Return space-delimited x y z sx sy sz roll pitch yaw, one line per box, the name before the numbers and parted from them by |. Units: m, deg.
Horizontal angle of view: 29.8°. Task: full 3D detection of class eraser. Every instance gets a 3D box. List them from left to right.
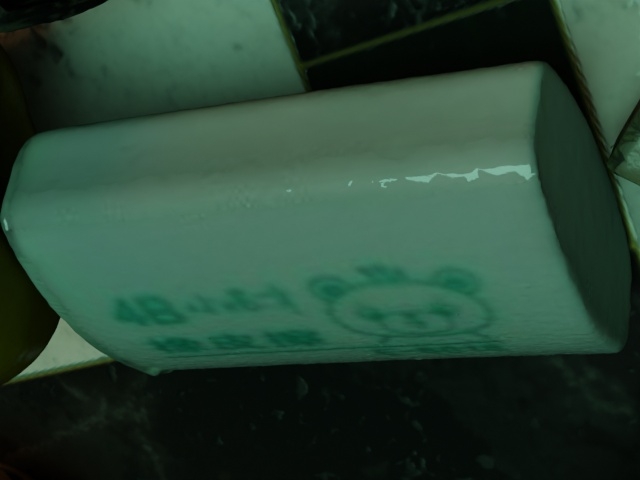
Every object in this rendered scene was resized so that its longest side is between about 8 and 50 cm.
eraser | 0.000 0.000 0.635 0.290 0.104 0.189 -5 143 25

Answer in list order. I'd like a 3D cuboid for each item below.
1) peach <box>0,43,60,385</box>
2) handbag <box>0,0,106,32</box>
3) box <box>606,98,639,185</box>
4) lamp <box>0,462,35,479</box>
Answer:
peach | -0.232 -0.026 0.671 0.153 0.251 0.251 -17 107 7
handbag | -0.238 -0.305 0.591 0.325 0.162 0.327 21 118 17
box | 0.188 -0.065 0.585 0.062 0.045 0.098 27 120 8
lamp | -0.249 0.250 0.853 0.188 0.164 0.187 1 92 34
